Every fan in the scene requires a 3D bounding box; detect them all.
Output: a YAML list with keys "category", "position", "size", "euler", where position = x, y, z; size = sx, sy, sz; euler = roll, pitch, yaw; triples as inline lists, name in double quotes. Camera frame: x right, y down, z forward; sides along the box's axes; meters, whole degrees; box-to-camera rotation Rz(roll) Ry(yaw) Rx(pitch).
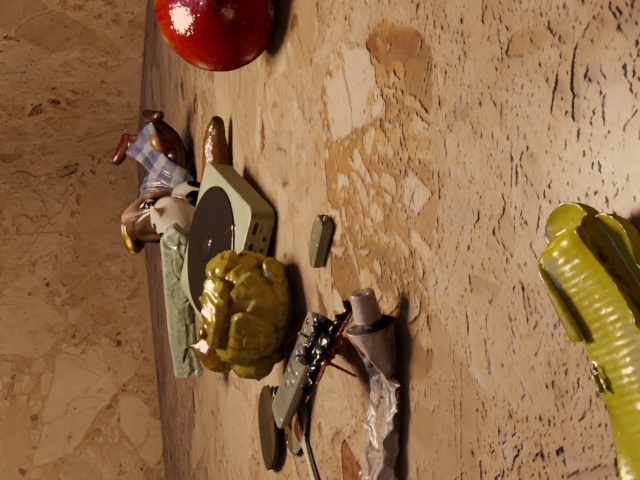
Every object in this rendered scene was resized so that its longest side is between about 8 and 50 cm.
- category: "fan"
  position: [-0.029, 0.269, 1.012]
  size: [0.226, 0.008, 0.152]
  euler: [-113, 29, -48]

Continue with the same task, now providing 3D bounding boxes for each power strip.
- category: "power strip"
  position: [0.000, 0.000, 0.891]
  size: [0.027, 0.017, 0.083]
  euler: [-112, 27, -43]

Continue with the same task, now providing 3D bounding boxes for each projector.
- category: "projector"
  position: [-0.165, 0.021, 1.247]
  size: [0.259, 0.079, 0.257]
  euler: [45, 124, 55]

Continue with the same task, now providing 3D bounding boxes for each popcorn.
- category: "popcorn"
  position: [-0.123, 0.111, 1.051]
  size: [0.168, 0.173, 0.195]
  euler: [62, 155, 27]

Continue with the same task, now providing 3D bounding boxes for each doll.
- category: "doll"
  position: [-0.302, -0.062, 1.537]
  size: [0.107, 0.110, 0.181]
  euler: [-43, 4, 38]
- category: "doll"
  position: [-0.442, -0.150, 1.870]
  size: [0.318, 0.209, 0.339]
  euler: [118, 143, -61]

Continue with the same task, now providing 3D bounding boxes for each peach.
- category: "peach"
  position: [-0.155, -0.347, 1.068]
  size: [0.197, 0.197, 0.197]
  euler: [178, 90, -71]

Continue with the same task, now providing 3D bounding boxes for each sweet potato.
- category: "sweet potato"
  position: [-0.210, -0.113, 1.417]
  size: [0.075, 0.075, 0.273]
  euler: [162, 109, -70]

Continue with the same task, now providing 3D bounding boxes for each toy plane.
- category: "toy plane"
  position: [0.003, 0.121, 0.815]
  size: [0.130, 0.061, 0.189]
  euler: [-65, 9, -8]

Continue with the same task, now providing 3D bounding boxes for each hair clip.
- category: "hair clip"
  position: [0.164, 0.056, 0.376]
  size: [0.072, 0.046, 0.173]
  euler: [123, 140, -54]

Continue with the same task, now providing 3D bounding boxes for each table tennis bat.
- category: "table tennis bat"
  position: [-0.079, 0.290, 1.132]
  size: [0.234, 0.022, 0.131]
  euler: [109, 155, -56]

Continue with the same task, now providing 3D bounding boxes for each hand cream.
- category: "hand cream"
  position: [0.052, 0.173, 0.715]
  size: [0.084, 0.050, 0.257]
  euler: [-158, 65, -73]

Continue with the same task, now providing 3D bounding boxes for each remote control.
- category: "remote control"
  position: [-0.028, 0.180, 0.966]
  size: [0.050, 0.027, 0.184]
  euler: [-116, 39, -50]

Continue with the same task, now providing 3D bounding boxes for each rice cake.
- category: "rice cake"
  position: [-0.288, 0.129, 1.446]
  size: [0.066, 0.063, 0.336]
  euler: [-121, 26, -66]
